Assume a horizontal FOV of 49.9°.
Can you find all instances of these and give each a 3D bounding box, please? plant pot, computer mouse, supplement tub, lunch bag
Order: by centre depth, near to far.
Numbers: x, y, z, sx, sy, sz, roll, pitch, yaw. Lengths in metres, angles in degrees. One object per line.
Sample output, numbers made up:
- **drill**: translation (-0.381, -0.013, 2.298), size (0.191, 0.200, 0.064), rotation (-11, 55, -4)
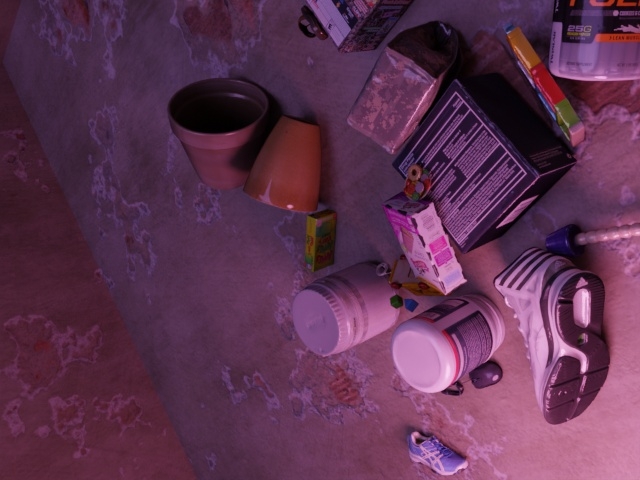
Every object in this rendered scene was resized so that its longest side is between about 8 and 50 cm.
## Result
- **supplement tub**: translation (0.548, -0.473, 1.315), size (0.193, 0.193, 0.316), rotation (18, 117, 42)
- **lunch bag**: translation (0.219, -0.381, 1.656), size (0.169, 0.287, 0.235), rotation (35, 133, 5)
- **supplement tub**: translation (0.330, 0.256, 1.767), size (0.191, 0.272, 0.191), rotation (20, 119, 42)
- **computer mouse**: translation (0.408, 0.390, 1.910), size (0.242, 0.041, 0.071), rotation (-38, 77, 48)
- **plant pot**: translation (-0.089, -0.243, 2.096), size (0.237, 0.237, 0.254), rotation (28, 108, 38)
- **plant pot**: translation (-0.320, -0.329, 2.260), size (0.323, 0.323, 0.280), rotation (37, 145, 33)

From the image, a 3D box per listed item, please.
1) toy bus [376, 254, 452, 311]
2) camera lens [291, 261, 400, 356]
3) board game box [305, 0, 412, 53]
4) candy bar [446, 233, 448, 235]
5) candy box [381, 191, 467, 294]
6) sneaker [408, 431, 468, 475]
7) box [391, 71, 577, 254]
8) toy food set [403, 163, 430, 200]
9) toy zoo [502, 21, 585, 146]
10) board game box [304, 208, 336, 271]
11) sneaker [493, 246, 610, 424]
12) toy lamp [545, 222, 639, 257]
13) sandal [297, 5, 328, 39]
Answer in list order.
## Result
- **toy bus**: translation (0.277, 0.104, 1.897), size (0.191, 0.104, 0.202), rotation (-42, 36, 17)
- **camera lens**: translation (0.081, 0.195, 2.012), size (0.219, 0.274, 0.219), rotation (20, 118, 42)
- **board game box**: translation (0.111, -0.666, 1.752), size (0.232, 0.141, 0.291), rotation (59, 138, 13)
- **candy bar**: translation (0.295, -0.075, 1.873), size (0.040, 0.018, 0.161), rotation (-35, 78, 44)
- **candy box**: translation (0.254, 0.005, 1.699), size (0.233, 0.071, 0.159), rotation (62, 168, -21)
- **sneaker**: translation (0.342, 0.633, 2.045), size (0.211, 0.080, 0.081), rotation (5, 112, 45)
- **box**: translation (0.375, -0.183, 1.618), size (0.294, 0.183, 0.296), rotation (54, 138, 17)
- **toy food set**: translation (0.229, -0.134, 1.631), size (0.082, 0.020, 0.083), rotation (42, 113, 44)
- **toy zoo**: translation (0.469, -0.339, 1.462), size (0.030, 0.192, 0.293), rotation (-33, 79, 17)
- **board game box**: translation (0.000, 0.000, 2.164), size (0.043, 0.092, 0.181), rotation (24, 121, 39)
- **sneaker**: translation (0.543, 0.210, 1.651), size (0.257, 0.169, 0.447), rotation (-128, 26, -57)
- **toy lamp**: translation (0.621, -0.012, 1.498), size (0.275, 0.080, 0.080), rotation (-16, 92, 50)
- **sandal**: translation (-0.026, -0.589, 1.904), size (0.060, 0.090, 0.219), rotation (-39, 30, 14)
